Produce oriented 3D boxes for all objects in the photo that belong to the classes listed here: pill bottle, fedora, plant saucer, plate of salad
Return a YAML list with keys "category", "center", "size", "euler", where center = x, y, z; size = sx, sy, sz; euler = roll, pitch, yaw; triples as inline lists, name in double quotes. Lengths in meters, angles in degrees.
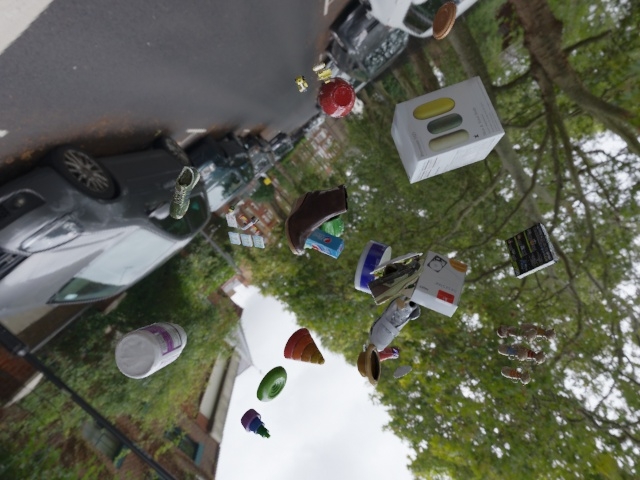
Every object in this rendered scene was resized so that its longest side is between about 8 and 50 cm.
- category: "pill bottle"
  center: [-0.637, 0.408, 1.622]
  size: [0.169, 0.169, 0.301]
  euler: [-41, 175, 2]
- category: "fedora"
  center: [0.223, 0.585, 1.979]
  size: [0.079, 0.195, 0.194]
  euler: [-8, -152, 27]
- category: "plant saucer"
  center: [0.299, -0.537, 1.024]
  size: [0.083, 0.013, 0.084]
  euler: [-173, -90, -69]
- category: "plate of salad"
  center: [0.271, 0.091, 1.489]
  size: [0.199, 0.048, 0.200]
  euler: [-19, 169, -4]

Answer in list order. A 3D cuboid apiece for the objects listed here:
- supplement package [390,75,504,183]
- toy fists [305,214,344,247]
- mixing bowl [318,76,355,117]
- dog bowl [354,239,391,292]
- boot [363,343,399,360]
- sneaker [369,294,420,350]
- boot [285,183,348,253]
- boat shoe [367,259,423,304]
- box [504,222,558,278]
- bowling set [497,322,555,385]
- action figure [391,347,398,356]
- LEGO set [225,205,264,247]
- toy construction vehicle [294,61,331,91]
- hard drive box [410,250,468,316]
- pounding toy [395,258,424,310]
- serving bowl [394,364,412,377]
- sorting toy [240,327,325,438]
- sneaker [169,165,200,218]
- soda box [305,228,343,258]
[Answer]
- category: "supplement package"
  center: [0.383, -0.338, 1.315]
  size: [0.262, 0.200, 0.198]
  euler: [-19, 168, 1]
- category: "toy fists"
  center: [-0.009, -0.049, 2.202]
  size: [0.278, 0.142, 0.096]
  euler: [-21, -139, -8]
- category: "mixing bowl"
  center: [0.091, -0.663, 1.945]
  size: [0.181, 0.181, 0.098]
  euler: [-41, -159, 1]
- category: "dog bowl"
  center: [0.271, 0.138, 2.155]
  size: [0.265, 0.104, 0.265]
  euler: [-53, 153, -43]
- category: "boot"
  center: [0.356, 0.644, 2.438]
  size: [0.176, 0.089, 0.244]
  euler: [-8, 180, -13]
- category: "sneaker"
  center: [0.402, 0.424, 2.253]
  size: [0.366, 0.137, 0.210]
  euler: [-49, 180, -30]
- category: "boot"
  center: [-0.009, -0.080, 1.426]
  size: [0.206, 0.090, 0.249]
  euler: [-14, -130, 22]
- category: "boat shoe"
  center: [0.203, 0.093, 1.127]
  size: [0.223, 0.074, 0.080]
  euler: [-30, 177, -45]
- category: "box"
  center: [0.924, 0.046, 1.853]
  size: [0.184, 0.045, 0.191]
  euler: [-43, -138, 46]
- category: "bowling set"
  center: [0.854, 0.453, 1.792]
  size: [0.154, 0.199, 0.287]
  euler: [6, -116, 58]
- category: "action figure"
  center: [0.390, 0.583, 2.178]
  size: [0.038, 0.030, 0.115]
  euler: [-66, 156, -15]
- category: "LEGO set"
  center: [-0.378, -0.054, 2.035]
  size: [0.182, 0.245, 0.060]
  euler: [10, -136, 13]
- category: "toy construction vehicle"
  center: [-0.014, -0.371, 0.967]
  size: [0.085, 0.035, 0.098]
  euler: [-20, -175, 5]
- category: "hard drive box"
  center: [0.503, 0.178, 1.774]
  size: [0.089, 0.180, 0.232]
  euler: [98, 17, -50]
- category: "pounding toy"
  center: [0.454, 0.208, 2.122]
  size: [0.270, 0.154, 0.154]
  euler: [-48, 154, 13]
- category: "serving bowl"
  center: [0.341, 0.542, 1.756]
  size: [0.083, 0.027, 0.083]
  euler: [-26, 170, -5]
- category: "sorting toy"
  center: [-0.104, 0.463, 1.335]
  size: [0.126, 0.127, 0.366]
  euler: [26, -105, 32]
- category: "sneaker"
  center: [-0.484, -0.174, 1.460]
  size: [0.086, 0.064, 0.192]
  euler: [85, 27, -82]
- category: "soda box"
  center: [0.000, 0.000, 1.936]
  size: [0.071, 0.209, 0.067]
  euler: [-56, 158, -27]
